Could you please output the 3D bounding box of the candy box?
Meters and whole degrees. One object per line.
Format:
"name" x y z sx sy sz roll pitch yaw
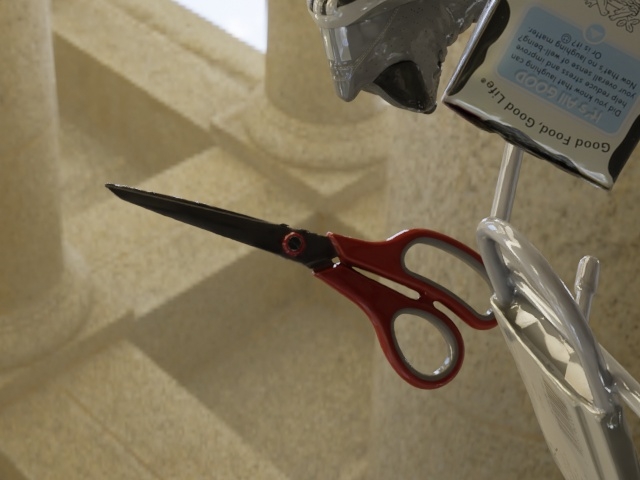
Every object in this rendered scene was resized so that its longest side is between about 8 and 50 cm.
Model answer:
"candy box" 0.134 -0.149 0.454 0.071 0.233 0.159 28 -160 2

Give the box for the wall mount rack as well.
"wall mount rack" 0.183 0.062 0.781 0.130 0.350 0.304 -30 -138 -4

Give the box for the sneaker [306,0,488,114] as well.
"sneaker" 0.095 -0.171 0.965 0.228 0.132 0.086 -24 -147 -22

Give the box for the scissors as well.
"scissors" 0.000 0.000 0.866 0.297 0.021 0.109 32 -100 -12
